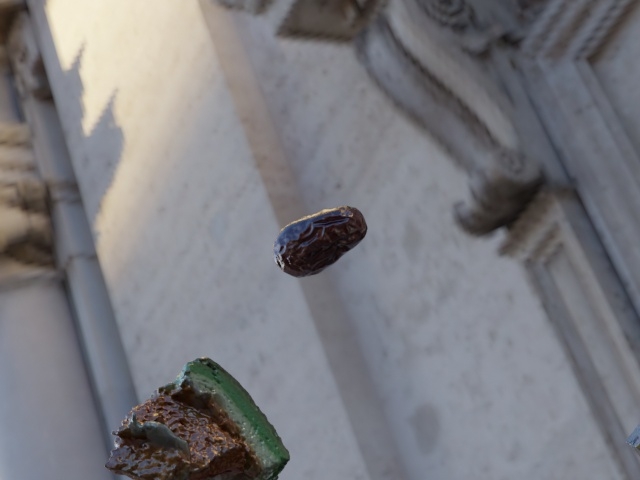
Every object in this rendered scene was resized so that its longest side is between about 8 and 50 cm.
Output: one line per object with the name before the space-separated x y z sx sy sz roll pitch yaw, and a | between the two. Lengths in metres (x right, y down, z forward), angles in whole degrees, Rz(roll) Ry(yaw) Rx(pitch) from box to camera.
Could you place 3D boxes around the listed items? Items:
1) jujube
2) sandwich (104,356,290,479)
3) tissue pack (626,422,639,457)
jujube | 0.000 0.000 2.166 0.129 0.077 0.077 -26 -34 23
sandwich | -0.134 0.239 1.942 0.109 0.185 0.160 -47 2 33
tissue pack | 0.477 0.290 2.424 0.063 0.035 0.083 -49 -60 -13
